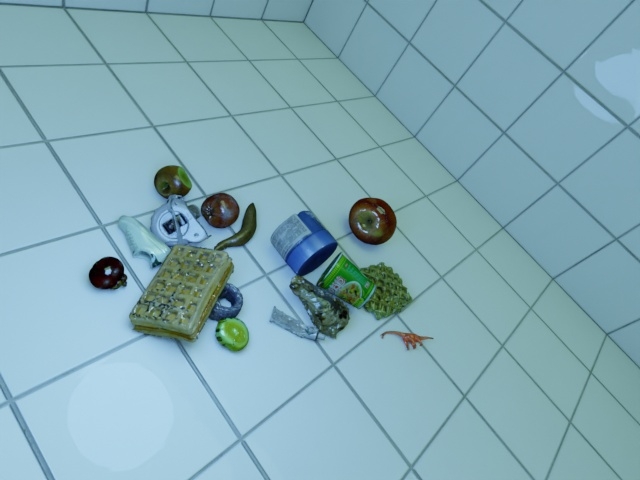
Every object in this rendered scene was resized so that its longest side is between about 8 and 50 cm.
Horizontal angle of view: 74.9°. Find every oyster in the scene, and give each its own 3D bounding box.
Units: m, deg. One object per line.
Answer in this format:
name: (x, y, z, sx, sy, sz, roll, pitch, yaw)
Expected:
oyster: (-0.003, 0.278, 1.878, 0.337, 0.133, 0.197, 40, 36, -3)

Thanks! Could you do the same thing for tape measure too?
tape measure: (-0.608, -0.061, 1.756, 0.197, 0.120, 0.236, -36, 98, -13)

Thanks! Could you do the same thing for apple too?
apple: (-0.665, -0.269, 1.897, 0.147, 0.163, 0.146, -52, 132, -57)
apple: (0.291, -0.112, 2.310, 0.272, 0.251, 0.206, 33, 24, 16)

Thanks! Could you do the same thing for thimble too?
thimble: (-0.390, 0.248, 1.680, 0.150, 0.097, 0.150, 18, 46, -19)

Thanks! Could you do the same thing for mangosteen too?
mangosteen: (-0.771, 0.128, 1.535, 0.140, 0.140, 0.140, 17, 47, -19)

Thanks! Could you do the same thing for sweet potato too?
sweet potato: (-0.368, -0.040, 1.958, 0.109, 0.079, 0.346, 30, 51, 2)

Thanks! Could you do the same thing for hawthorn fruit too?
hawthorn fruit: (-0.453, -0.138, 1.922, 0.173, 0.173, 0.172, 17, 47, -19)

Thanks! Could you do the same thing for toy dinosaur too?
toy dinosaur: (0.425, 0.482, 2.031, 0.280, 0.055, 0.101, 6, 42, -26)

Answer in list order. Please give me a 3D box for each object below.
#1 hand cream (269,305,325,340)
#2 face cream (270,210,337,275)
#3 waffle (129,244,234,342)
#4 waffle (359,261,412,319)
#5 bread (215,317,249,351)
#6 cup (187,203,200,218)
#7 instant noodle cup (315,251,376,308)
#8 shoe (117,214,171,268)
hand cream: (-0.097, 0.369, 1.800, 0.257, 0.050, 0.084, 24, 43, -4)
face cream: (-0.079, 0.009, 1.969, 0.249, 0.249, 0.225, -25, 69, -43)
waffle: (-0.506, 0.190, 1.573, 0.261, 0.113, 0.376, 8, 46, 10)
waffle: (0.309, 0.247, 2.136, 0.317, 0.073, 0.297, -20, 64, -37)
bread: (-0.345, 0.365, 1.625, 0.139, 0.071, 0.129, 20, 54, -31)
cup: (-0.584, -0.105, 1.872, 0.102, 0.074, 0.099, 43, 44, 7)
instant noodle cup: (0.127, 0.204, 1.973, 0.233, 0.207, 0.207, 38, 43, -2)
shoe: (-0.728, 0.007, 1.677, 0.265, 0.095, 0.110, 35, 53, 3)
